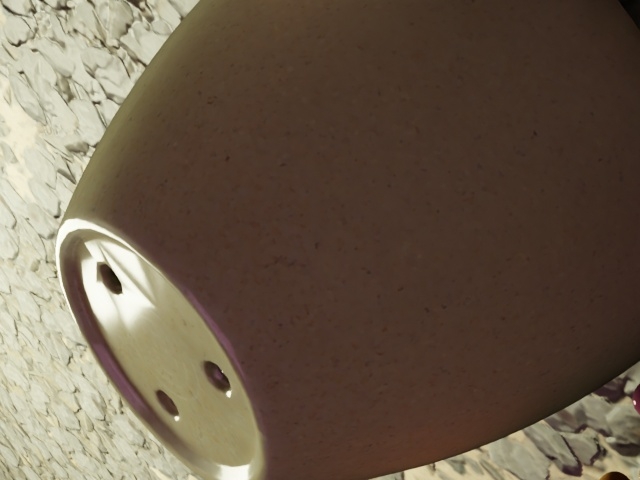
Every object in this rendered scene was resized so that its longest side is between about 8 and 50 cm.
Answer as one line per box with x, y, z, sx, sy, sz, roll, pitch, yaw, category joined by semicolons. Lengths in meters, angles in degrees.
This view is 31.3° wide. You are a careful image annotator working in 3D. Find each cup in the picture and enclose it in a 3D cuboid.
0.000;0.000;0.626;0.331;0.237;0.331;35;144;30;cup

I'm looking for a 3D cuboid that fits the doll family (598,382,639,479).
0.175;0.143;0.567;0.118;0.263;0.163;60;166;4;doll family
